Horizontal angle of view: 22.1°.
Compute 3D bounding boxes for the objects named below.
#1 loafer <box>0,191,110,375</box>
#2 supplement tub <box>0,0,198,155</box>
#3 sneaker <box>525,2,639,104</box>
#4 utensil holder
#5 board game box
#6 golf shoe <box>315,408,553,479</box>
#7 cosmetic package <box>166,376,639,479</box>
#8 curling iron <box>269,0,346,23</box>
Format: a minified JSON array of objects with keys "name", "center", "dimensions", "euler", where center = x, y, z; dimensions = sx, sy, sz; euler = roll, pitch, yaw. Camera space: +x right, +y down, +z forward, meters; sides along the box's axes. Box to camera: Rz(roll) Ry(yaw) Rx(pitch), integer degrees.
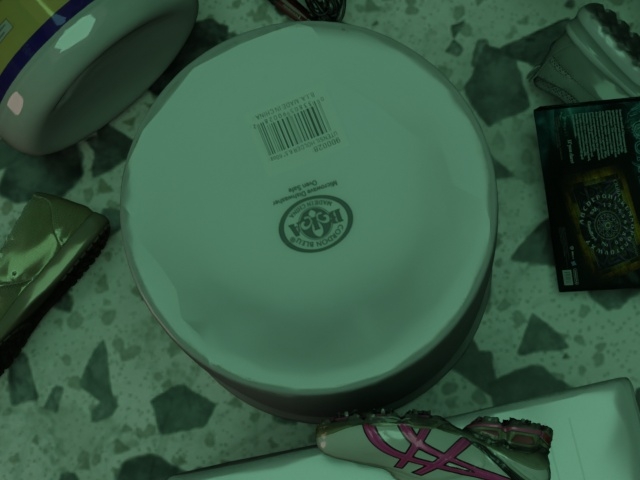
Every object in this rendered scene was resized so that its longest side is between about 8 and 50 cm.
[{"name":"loafer","center":[-0.323,0.060,1.624],"dimensions":[0.092,0.102,0.268],"euler":[40,77,8]},{"name":"supplement tub","center":[-0.306,-0.274,1.591],"dimensions":[0.241,0.241,0.331],"euler":[-42,83,-3]},{"name":"sneaker","center":[0.323,-0.100,1.628],"dimensions":[0.115,0.105,0.281],"euler":[-41,85,30]},{"name":"utensil holder","center":[0.000,0.000,1.468],"dimensions":[0.327,0.385,0.327],"euler":[0,83,2]},{"name":"board game box","center":[0.281,-0.044,1.588],"dimensions":[0.126,0.026,0.186],"euler":[-3,103,27]},{"name":"golf shoe","center":[0.086,0.174,1.271],"dimensions":[0.186,0.067,0.086],"euler":[6,82,3]},{"name":"cosmetic package","center":[0.101,0.324,1.447],"dimensions":[0.393,0.329,0.327],"euler":[-13,82,0]},{"name":"curling iron","center":[-0.088,-0.304,1.689],"dimensions":[0.274,0.035,0.068],"euler":[32,81,6]}]
